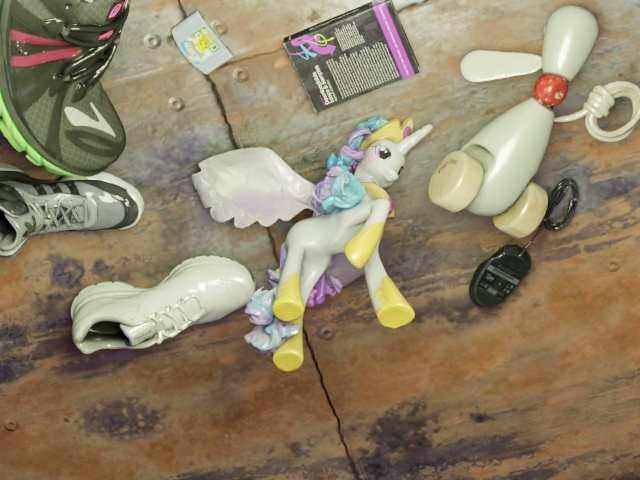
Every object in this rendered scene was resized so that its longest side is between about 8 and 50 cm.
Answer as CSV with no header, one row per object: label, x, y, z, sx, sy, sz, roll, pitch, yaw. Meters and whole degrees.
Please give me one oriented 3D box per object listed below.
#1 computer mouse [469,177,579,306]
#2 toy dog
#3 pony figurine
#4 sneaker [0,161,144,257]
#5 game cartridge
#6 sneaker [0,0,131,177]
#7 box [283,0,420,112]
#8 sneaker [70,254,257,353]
computer mouse,0.305,0.001,2.060,0.071,0.041,0.242,30,108,-25
toy dog,0.267,-0.162,1.908,0.334,0.161,0.220,-45,118,-7
pony figurine,0.000,0.000,1.918,0.351,0.364,0.303,-26,124,31
sneaker,-0.394,-0.034,1.968,0.268,0.153,0.101,7,119,-4
game cartridge,-0.168,-0.274,1.915,0.056,0.017,0.083,-31,114,20
sneaker,-0.323,-0.266,1.711,0.202,0.185,0.483,-4,135,10
box,0.044,-0.260,1.916,0.162,0.029,0.116,-21,116,10
sneaker,-0.237,0.112,2.063,0.297,0.129,0.111,-17,116,8
